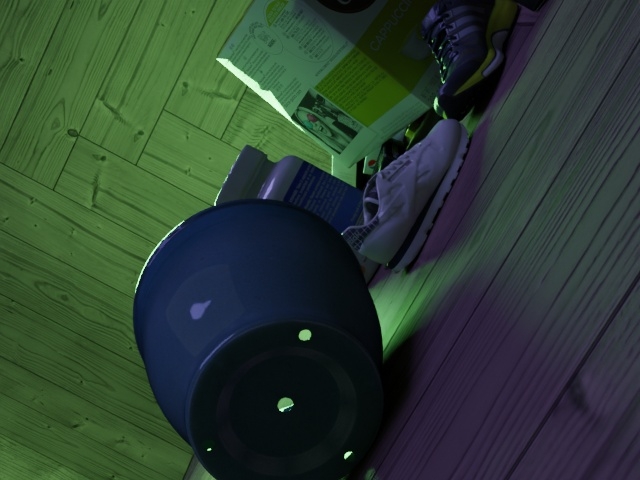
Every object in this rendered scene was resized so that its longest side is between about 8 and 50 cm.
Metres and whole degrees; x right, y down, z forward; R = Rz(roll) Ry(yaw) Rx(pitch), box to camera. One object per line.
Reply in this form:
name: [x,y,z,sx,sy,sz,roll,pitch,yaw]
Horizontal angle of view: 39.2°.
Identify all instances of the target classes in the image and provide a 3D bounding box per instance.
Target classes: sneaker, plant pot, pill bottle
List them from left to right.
plant pot: [-0.055,0.120,0.916,0.272,0.271,0.255,-61,18,10]
pill bottle: [-0.023,-0.042,1.433,0.152,0.272,0.152,-61,4,6]
sneaker: [0.115,-0.075,1.158,0.235,0.094,0.090,-62,1,-26]
sneaker: [0.196,-0.277,1.297,0.111,0.121,0.300,-59,4,42]

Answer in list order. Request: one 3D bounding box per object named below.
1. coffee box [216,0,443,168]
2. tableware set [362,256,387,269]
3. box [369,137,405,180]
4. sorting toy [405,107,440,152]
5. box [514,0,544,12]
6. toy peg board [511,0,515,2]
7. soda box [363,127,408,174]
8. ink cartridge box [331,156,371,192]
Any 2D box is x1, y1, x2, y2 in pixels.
coffee box: [0.074,-0.396,1.583,0.338,0.334,0.338,-56,10,-22]
tableware set: [0.126,-0.052,1.271,0.194,0.039,0.128,-63,3,-16]
box: [0.102,-0.079,1.591,0.191,0.045,0.184,-74,5,-72]
sorting toy: [0.207,-0.259,1.690,0.193,0.038,0.208,-61,4,14]
box: [0.217,-0.448,1.170,0.184,0.261,0.103,-63,4,-27]
toy peg board: [0.321,-0.477,1.394,0.161,0.079,0.161,-64,4,-25]
soda box: [0.139,-0.203,1.849,0.216,0.069,0.074,-69,-13,-62]
ink cartridge box: [0.076,-0.147,1.993,0.371,0.069,0.176,93,-163,-47]
